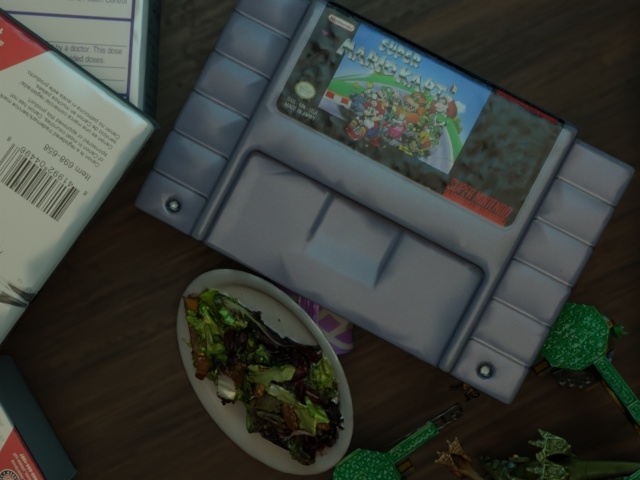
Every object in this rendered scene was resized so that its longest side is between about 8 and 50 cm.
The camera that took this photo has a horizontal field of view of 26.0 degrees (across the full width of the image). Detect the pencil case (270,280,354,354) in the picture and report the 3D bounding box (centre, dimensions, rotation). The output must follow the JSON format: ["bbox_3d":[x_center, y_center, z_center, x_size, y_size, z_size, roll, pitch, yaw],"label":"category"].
[{"bbox_3d":[0.000,0.000,1.218,0.086,0.088,0.206,3,92,-3],"label":"pencil case"}]

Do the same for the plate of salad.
[{"bbox_3d":[-0.057,0.118,1.179,0.048,0.200,0.200,-32,94,-43],"label":"plate of salad"}]

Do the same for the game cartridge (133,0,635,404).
[{"bbox_3d":[0.052,-0.047,1.141,0.355,0.068,0.230,28,97,4],"label":"game cartridge"}]

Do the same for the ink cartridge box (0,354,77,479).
[{"bbox_3d":[-0.324,0.198,1.185,0.176,0.127,0.128,-31,90,0],"label":"ink cartridge box"}]

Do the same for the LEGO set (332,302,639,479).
[{"bbox_3d":[0.185,0.231,1.218,0.331,0.192,0.255,-42,64,-4],"label":"LEGO set"}]

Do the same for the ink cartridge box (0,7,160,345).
[{"bbox_3d":[-0.279,-0.034,1.046,0.197,0.114,0.273,36,91,-5],"label":"ink cartridge box"}]

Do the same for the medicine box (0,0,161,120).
[{"bbox_3d":[-0.267,-0.233,1.167,0.263,0.149,0.289,4,91,-3],"label":"medicine box"}]
